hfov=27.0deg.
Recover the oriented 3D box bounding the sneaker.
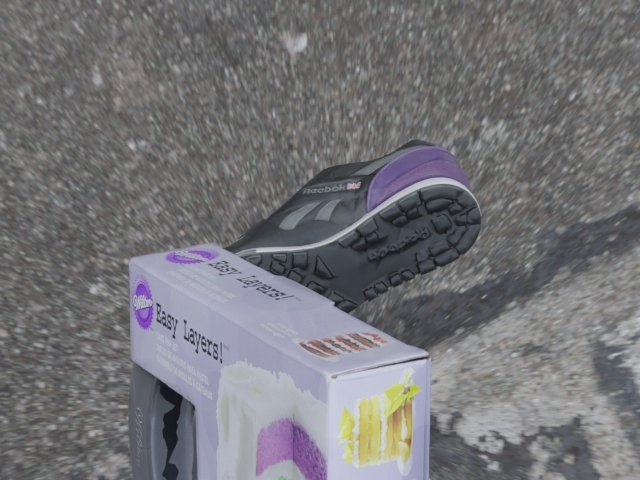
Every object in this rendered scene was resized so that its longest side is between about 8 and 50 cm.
[{"bbox_3d":[0.000,0.000,1.196,0.283,0.124,0.107,-21,125,5],"label":"sneaker"}]

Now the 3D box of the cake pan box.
[{"bbox_3d":[-0.034,0.146,0.771,0.070,0.267,0.246,-6,106,-30],"label":"cake pan box"}]
